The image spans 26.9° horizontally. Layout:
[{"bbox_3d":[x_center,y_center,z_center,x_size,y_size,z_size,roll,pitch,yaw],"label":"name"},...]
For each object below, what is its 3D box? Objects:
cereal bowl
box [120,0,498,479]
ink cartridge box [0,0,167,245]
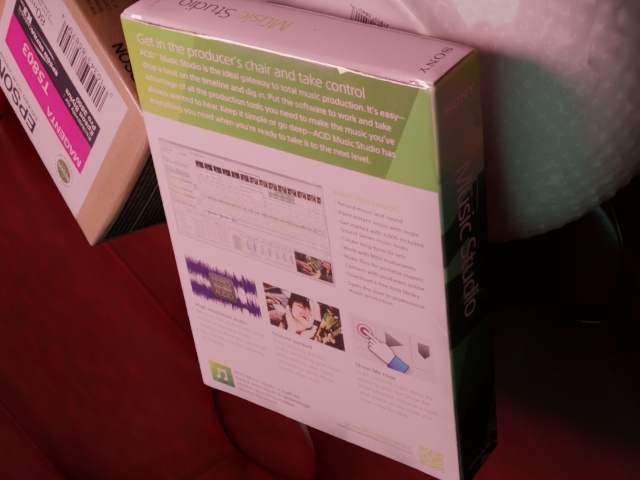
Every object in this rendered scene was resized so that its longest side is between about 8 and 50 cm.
[{"bbox_3d":[0.060,-0.136,0.876,0.339,0.141,0.339,28,139,28],"label":"cereal bowl"},{"bbox_3d":[0.000,0.000,0.884,0.232,0.058,0.322,18,135,30],"label":"box"},{"bbox_3d":[-0.188,-0.143,1.125,0.234,0.088,0.193,57,144,15],"label":"ink cartridge box"}]
